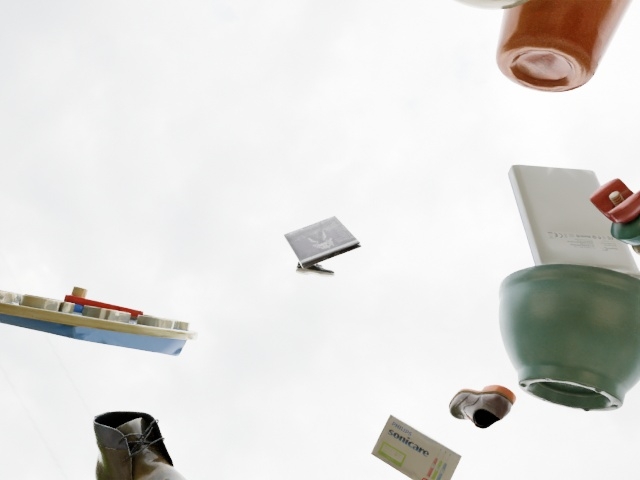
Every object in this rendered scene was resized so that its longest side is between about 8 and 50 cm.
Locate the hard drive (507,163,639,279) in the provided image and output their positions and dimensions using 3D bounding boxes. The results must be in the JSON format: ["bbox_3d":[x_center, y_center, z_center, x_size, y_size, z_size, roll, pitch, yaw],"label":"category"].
[{"bbox_3d":[0.563,-0.045,1.166,0.210,0.319,0.040,4,-40,-2],"label":"hard drive"}]

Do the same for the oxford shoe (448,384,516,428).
[{"bbox_3d":[0.447,0.493,1.494,0.096,0.098,0.271,38,-33,2],"label":"oxford shoe"}]

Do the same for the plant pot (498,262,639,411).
[{"bbox_3d":[0.474,0.199,0.968,0.292,0.197,0.293,16,-26,8],"label":"plant pot"}]

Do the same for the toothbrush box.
[{"bbox_3d":[0.260,0.588,1.435,0.206,0.283,0.122,27,-104,15],"label":"toothbrush box"}]

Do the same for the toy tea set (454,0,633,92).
[{"bbox_3d":[0.235,-0.185,0.305,0.335,0.200,0.125,15,-100,37],"label":"toy tea set"}]

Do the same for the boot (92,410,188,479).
[{"bbox_3d":[-0.206,0.256,0.583,0.219,0.082,0.106,-15,-91,43],"label":"boot"}]

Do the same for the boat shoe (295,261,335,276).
[{"bbox_3d":[-0.014,0.088,1.590,0.125,0.046,0.038,5,-112,13],"label":"boat shoe"}]

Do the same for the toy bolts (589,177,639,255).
[{"bbox_3d":[0.634,-0.060,0.906,0.228,0.218,0.158,-39,-72,21],"label":"toy bolts"}]

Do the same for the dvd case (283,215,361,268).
[{"bbox_3d":[0.000,0.000,1.410,0.164,0.221,0.018,-20,-65,-9],"label":"dvd case"}]

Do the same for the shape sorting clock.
[{"bbox_3d":[-0.203,0.058,0.421,0.206,0.206,0.041,7,-105,16],"label":"shape sorting clock"}]
